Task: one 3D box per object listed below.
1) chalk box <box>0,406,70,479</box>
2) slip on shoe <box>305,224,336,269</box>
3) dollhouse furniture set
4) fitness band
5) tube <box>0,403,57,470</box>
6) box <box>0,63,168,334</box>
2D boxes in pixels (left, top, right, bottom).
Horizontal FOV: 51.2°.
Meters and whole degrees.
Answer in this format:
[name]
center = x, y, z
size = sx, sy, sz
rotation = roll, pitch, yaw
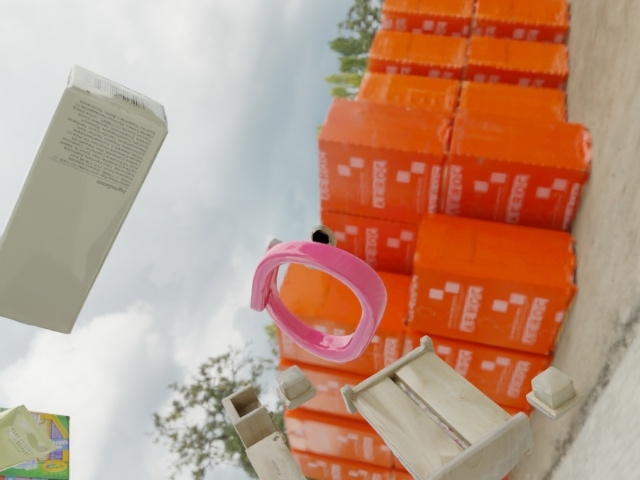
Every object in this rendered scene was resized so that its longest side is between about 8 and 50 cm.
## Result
[chalk box]
center = -0.533, 0.426, 1.199
size = 0.132, 0.132, 0.213
rotation = -64, 28, 19
[slip on shoe]
center = 0.000, 0.000, 1.078
size = 0.135, 0.051, 0.041
rotation = -58, -10, -64
[dollhouse furniture set]
center = 0.099, 0.254, 0.859
size = 0.303, 0.355, 0.174
rotation = 39, 153, 57
[fitness band]
center = -0.006, 0.096, 1.054
size = 0.054, 0.209, 0.291
rotation = -61, -7, -34
[tube]
center = -0.436, 0.258, 0.760
size = 0.070, 0.240, 0.062
rotation = 123, 127, -77
[box]
center = -0.273, -0.039, 0.731
size = 0.275, 0.113, 0.094
rotation = -57, 28, 18
